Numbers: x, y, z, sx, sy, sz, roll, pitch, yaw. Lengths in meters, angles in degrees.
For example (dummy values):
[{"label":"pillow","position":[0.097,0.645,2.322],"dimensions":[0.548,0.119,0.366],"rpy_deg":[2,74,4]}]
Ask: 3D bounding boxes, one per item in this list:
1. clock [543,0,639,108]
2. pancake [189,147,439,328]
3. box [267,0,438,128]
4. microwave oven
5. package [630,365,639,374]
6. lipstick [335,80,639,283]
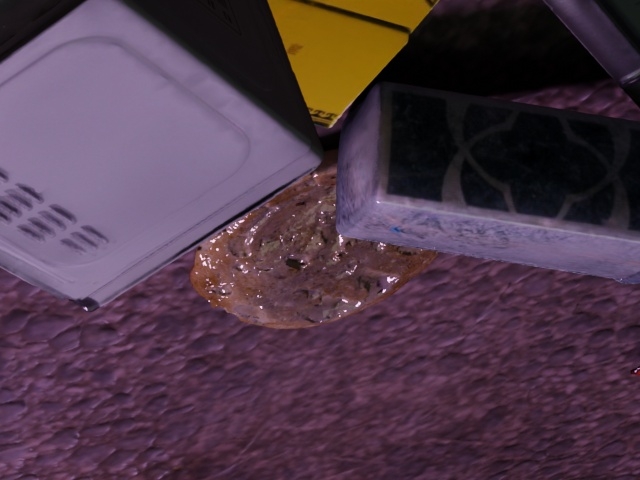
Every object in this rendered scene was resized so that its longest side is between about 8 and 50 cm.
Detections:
[{"label":"clock","position":[0.257,-0.163,0.975],"dimensions":[0.279,0.049,0.273],"rpy_deg":[-31,144,17]},{"label":"pancake","position":[0.000,0.001,1.093],"dimensions":[0.152,0.025,0.151],"rpy_deg":[-14,147,-10]},{"label":"box","position":[0.019,-0.164,0.863],"dimensions":[0.153,0.041,0.279],"rpy_deg":[10,135,-39]},{"label":"microwave oven","position":[-0.110,-0.103,0.728],"dimensions":[0.122,0.208,0.162],"rpy_deg":[-33,144,18]},{"label":"package","position":[0.300,0.040,1.304],"dimensions":[0.083,0.022,0.200],"rpy_deg":[20,130,-43]},{"label":"lipstick","position":[0.151,-0.021,1.030],"dimensions":[0.290,0.077,0.076],"rpy_deg":[8,163,-14]}]
